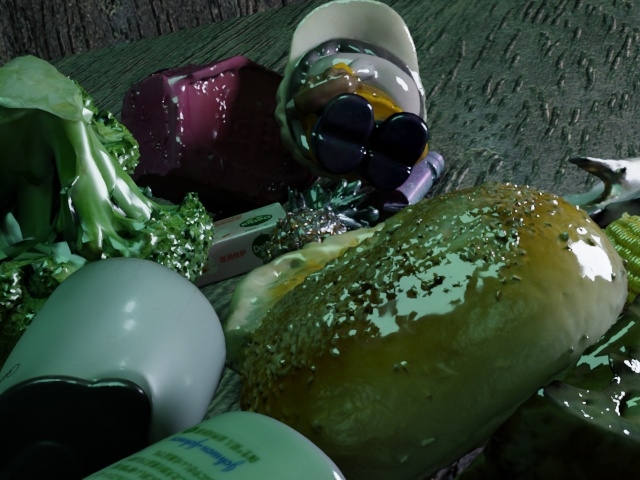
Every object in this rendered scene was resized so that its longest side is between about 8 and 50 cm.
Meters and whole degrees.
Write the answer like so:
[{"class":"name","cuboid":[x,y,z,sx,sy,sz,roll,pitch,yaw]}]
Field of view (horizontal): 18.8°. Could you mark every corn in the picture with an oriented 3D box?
[{"class":"corn","cuboid":[0.280,0.027,1.575,0.085,0.063,0.165,-54,27,3]}]

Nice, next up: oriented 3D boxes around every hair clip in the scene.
[{"class":"hair clip","cuboid":[0.318,-0.065,1.885,0.257,0.075,0.146,-18,-1,-36]}]

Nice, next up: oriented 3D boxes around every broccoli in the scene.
[{"class":"broccoli","cuboid":[-0.286,-0.006,1.865,0.310,0.321,0.413,-41,2,34]}]

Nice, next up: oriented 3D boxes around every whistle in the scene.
[{"class":"whistle","cuboid":[0.105,-0.062,2.148,0.033,0.033,0.176,-10,17,20]}]

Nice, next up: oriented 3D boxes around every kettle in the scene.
[{"class":"kettle","cuboid":[-0.193,0.145,1.527,0.221,0.161,0.236,-40,11,18]}]

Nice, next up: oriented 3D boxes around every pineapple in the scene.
[{"class":"pineapple","cuboid":[0.000,-0.001,1.944,0.103,0.083,0.221,0,18,9]}]

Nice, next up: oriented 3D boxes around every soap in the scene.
[{"class":"soap","cuboid":[-0.109,-0.123,2.302,0.112,0.182,0.289,-6,-15,36]}]

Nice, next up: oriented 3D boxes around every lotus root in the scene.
[{"class":"lotus root","cuboid":[0.216,0.120,1.233,0.314,0.142,0.210,-33,-15,-36]}]

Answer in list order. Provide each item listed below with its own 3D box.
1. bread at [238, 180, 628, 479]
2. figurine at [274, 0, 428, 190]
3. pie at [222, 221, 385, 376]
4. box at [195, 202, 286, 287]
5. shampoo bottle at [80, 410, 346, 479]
[{"class":"bread","cuboid":[0.071,0.066,1.394,0.305,0.158,0.305,-34,2,1]},{"class":"figurine","cuboid":[0.034,-0.127,2.180,0.185,0.204,0.332,21,28,-8]},{"class":"pie","cuboid":[0.071,0.053,1.694,0.339,0.077,0.339,-16,16,5]},{"class":"box","cuboid":[-0.091,0.005,2.085,0.125,0.043,0.089,-18,16,-6]},{"class":"shampoo bottle","cuboid":[-0.149,0.233,1.136,0.350,0.151,0.222,-24,23,-28]}]
